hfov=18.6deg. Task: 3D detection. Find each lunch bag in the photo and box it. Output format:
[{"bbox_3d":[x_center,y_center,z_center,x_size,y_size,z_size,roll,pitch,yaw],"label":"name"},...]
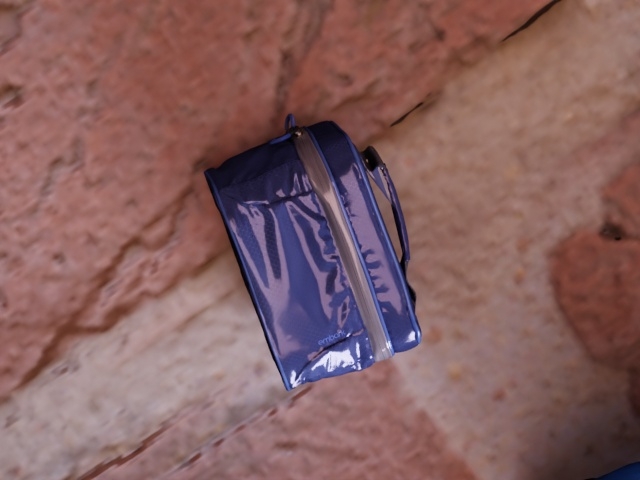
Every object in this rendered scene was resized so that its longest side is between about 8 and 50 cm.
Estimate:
[{"bbox_3d":[0.000,0.000,0.737,0.065,0.067,0.098,-20,105,-4],"label":"lunch bag"}]

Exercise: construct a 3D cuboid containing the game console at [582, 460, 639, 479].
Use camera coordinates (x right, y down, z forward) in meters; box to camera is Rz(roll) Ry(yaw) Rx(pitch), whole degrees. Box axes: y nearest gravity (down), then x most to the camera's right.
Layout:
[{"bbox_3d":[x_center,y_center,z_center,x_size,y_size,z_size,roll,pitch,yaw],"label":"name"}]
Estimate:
[{"bbox_3d":[0.235,0.168,0.766,0.293,0.250,0.173,-6,78,-7],"label":"game console"}]
